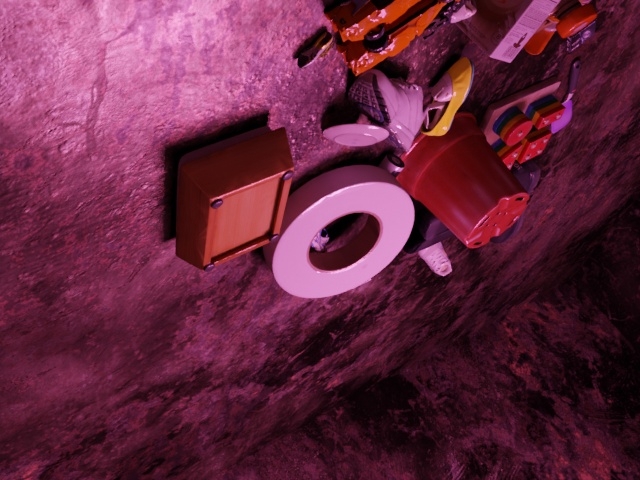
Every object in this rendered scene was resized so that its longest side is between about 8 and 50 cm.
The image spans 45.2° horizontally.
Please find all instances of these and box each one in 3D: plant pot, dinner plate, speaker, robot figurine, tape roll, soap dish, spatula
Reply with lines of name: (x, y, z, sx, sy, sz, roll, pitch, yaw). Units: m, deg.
plant pot: (0.373, -0.140, 1.974, 0.272, 0.265, 0.272, -30, 155, -16)
dinner plate: (0.075, -0.221, 1.635, 0.141, 0.017, 0.141, 2, 172, 0)
speaker: (0.150, -0.150, 1.913, 0.055, 0.055, 0.136, -7, 142, -48)
robot figurine: (0.155, -0.435, 1.391, 0.291, 0.085, 0.211, -36, 156, -2)
tape roll: (0.048, -0.014, 1.889, 0.391, 0.072, 0.392, -19, 141, -16)
soap dish: (-0.173, -0.076, 1.537, 0.228, 0.118, 0.291, -24, 153, -27)
spatula: (0.718, -0.421, 2.225, 0.084, 0.030, 0.296, -33, 155, -11)

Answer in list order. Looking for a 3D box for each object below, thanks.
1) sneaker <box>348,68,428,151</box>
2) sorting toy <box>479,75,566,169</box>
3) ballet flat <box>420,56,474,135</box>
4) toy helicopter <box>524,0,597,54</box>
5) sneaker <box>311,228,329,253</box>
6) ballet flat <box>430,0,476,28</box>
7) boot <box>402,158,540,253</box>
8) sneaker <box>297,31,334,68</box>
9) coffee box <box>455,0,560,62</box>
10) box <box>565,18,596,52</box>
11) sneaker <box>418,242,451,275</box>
sneaker: (0.150, -0.299, 1.631, 0.129, 0.111, 0.297, -56, 157, -1)
sorting toy: (0.549, -0.298, 2.143, 0.255, 0.089, 0.257, -26, 153, -24)
ballet flat: (0.285, -0.324, 1.778, 0.077, 0.077, 0.231, -9, 149, -18)
toy helicopter: (0.580, -0.537, 1.695, 0.355, 0.140, 0.235, -30, 175, -18)
sneaker: (0.000, 0.000, 1.979, 0.058, 0.052, 0.135, -41, 156, -1)
ballet flat: (0.284, -0.479, 1.494, 0.074, 0.074, 0.203, -12, 145, -43)
boot: (0.432, -0.055, 2.337, 0.445, 0.146, 0.367, -27, 146, -27)
sneaker: (-0.005, -0.341, 1.403, 0.083, 0.031, 0.035, -41, 156, 7)
coffee box: (0.393, -0.499, 1.530, 0.098, 0.141, 0.246, -4, 138, -50)
box: (0.672, -0.533, 1.985, 0.083, 0.018, 0.067, -37, 155, -3)
sneaker: (0.378, 0.050, 2.517, 0.087, 0.092, 0.228, -39, 154, 8)
